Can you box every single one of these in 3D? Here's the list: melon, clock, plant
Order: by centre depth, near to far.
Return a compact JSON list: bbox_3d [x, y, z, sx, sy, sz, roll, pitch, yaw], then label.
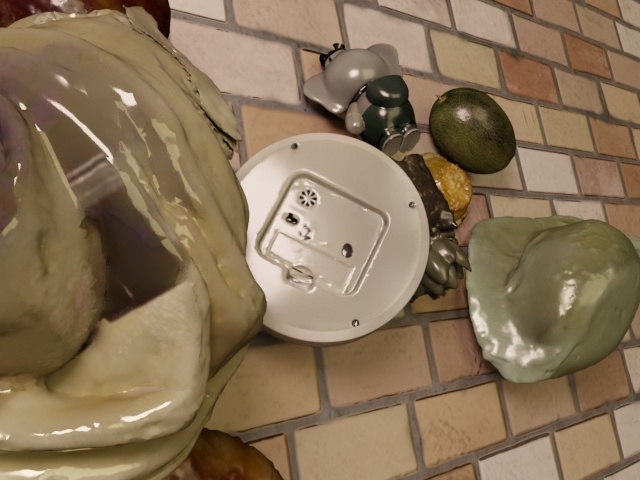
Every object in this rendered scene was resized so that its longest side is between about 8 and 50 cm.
[{"bbox_3d":[0.000,0.000,0.687,0.230,0.083,0.230,1,78,-3],"label":"clock"},{"bbox_3d":[0.105,-0.010,0.816,0.132,0.129,0.194,-14,81,-39],"label":"plant"},{"bbox_3d":[0.236,-0.173,0.982,0.167,0.114,0.114,41,54,-23],"label":"melon"}]

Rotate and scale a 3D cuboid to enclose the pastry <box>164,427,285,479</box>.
[{"bbox_3d":[-0.127,0.284,0.538,0.257,0.121,0.236,54,46,-9],"label":"pastry"}]

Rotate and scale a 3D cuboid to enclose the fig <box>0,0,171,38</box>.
[{"bbox_3d":[-0.263,-0.260,0.580,0.274,0.145,0.170,48,49,-2],"label":"fig"}]

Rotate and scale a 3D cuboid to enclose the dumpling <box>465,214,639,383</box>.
[{"bbox_3d":[0.387,0.062,0.968,0.321,0.212,0.270,-3,74,-51],"label":"dumpling"}]

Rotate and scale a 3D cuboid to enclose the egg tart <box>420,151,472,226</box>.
[{"bbox_3d":[0.190,-0.077,0.958,0.129,0.049,0.128,13,68,-34],"label":"egg tart"}]

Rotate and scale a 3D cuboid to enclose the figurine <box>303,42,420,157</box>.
[{"bbox_3d":[0.060,-0.193,0.845,0.147,0.126,0.192,-24,65,-15],"label":"figurine"}]

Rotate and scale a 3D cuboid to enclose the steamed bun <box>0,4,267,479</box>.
[{"bbox_3d":[-0.205,0.002,0.408,0.347,0.237,0.394,12,81,-1],"label":"steamed bun"}]
